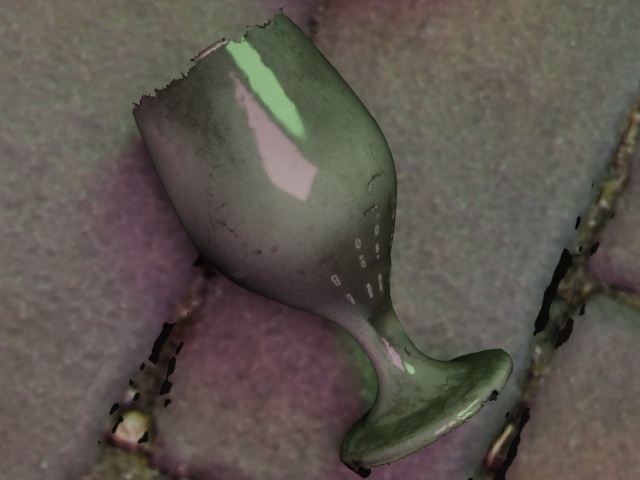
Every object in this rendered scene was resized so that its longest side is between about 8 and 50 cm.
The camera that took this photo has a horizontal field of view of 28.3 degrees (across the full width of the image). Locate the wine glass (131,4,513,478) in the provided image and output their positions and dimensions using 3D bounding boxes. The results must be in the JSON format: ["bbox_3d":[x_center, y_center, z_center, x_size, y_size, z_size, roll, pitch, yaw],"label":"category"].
[{"bbox_3d":[0.000,0.000,0.707,0.126,0.126,0.241,-34,97,-13],"label":"wine glass"}]
